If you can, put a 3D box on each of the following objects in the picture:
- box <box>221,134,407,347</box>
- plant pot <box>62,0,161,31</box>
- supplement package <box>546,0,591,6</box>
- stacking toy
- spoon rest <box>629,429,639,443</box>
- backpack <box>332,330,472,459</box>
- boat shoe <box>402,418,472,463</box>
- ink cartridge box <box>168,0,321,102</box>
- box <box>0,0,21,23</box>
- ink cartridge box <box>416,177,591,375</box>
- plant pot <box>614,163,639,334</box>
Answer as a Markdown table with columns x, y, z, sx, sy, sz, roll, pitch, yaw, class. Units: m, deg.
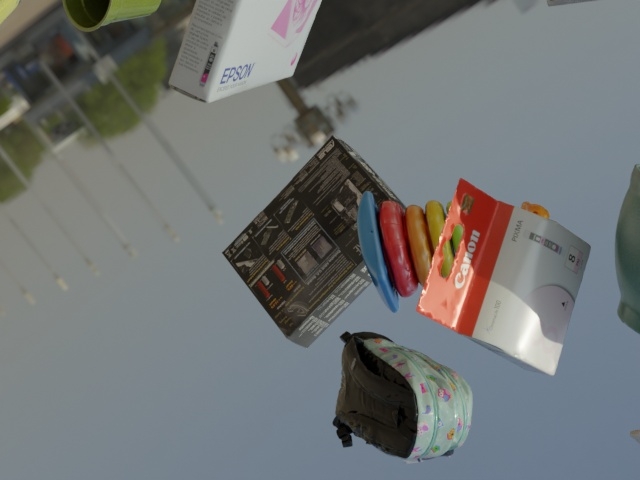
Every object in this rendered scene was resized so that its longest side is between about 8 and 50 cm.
| x | y | z | sx | sy | sz | roll | pitch | yaw | class |
| --- | --- | --- | --- | --- | --- | --- | --- | --- | --- |
| 0.000 | 0.000 | 2.434 | 0.307 | 0.076 | 0.242 | -47 | -125 | 9 | box |
| -0.205 | -0.252 | 1.371 | 0.079 | 0.083 | 0.083 | -9 | 168 | -47 | plant pot |
| 0.469 | -0.514 | 2.242 | 0.203 | 0.194 | 0.149 | -2 | -148 | 30 | supplement package |
| 0.221 | -0.008 | 2.199 | 0.302 | 0.175 | 0.165 | -13 | 152 | 8 | stacking toy |
| 0.556 | 0.189 | 1.948 | 0.276 | 0.137 | 0.084 | -51 | 180 | -10 | spoon rest |
| 0.100 | 0.197 | 1.678 | 0.115 | 0.151 | 0.182 | -8 | -164 | -29 | backpack |
| 0.198 | 0.291 | 2.226 | 0.102 | 0.108 | 0.301 | -4 | -175 | 12 | boat shoe |
| -0.056 | -0.353 | 1.750 | 0.330 | 0.071 | 0.324 | -67 | 168 | 20 | ink cartridge box |
| -0.563 | -0.346 | 2.143 | 0.232 | 0.087 | 0.058 | -61 | -176 | -37 | box |
| 0.242 | 0.049 | 1.748 | 0.066 | 0.232 | 0.189 | 7 | -106 | 45 | ink cartridge box |
| 0.505 | 0.047 | 1.775 | 0.293 | 0.293 | 0.196 | -94 | -154 | -75 | plant pot |
